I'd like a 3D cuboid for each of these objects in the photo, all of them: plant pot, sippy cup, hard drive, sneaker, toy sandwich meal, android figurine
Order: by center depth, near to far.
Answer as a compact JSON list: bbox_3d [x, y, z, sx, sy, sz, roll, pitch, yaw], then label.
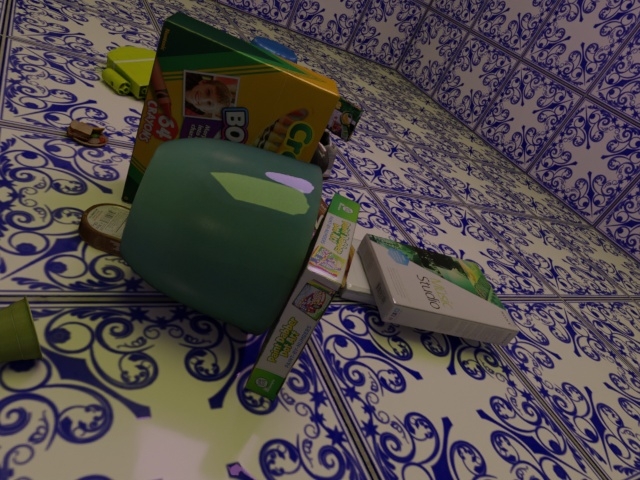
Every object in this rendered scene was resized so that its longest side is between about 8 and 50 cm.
[{"bbox_3d":[-0.388,0.117,0.553,0.079,0.083,0.083,-14,49,-35],"label":"plant pot"},{"bbox_3d":[-0.164,-0.026,0.720,0.235,0.292,0.292,21,31,-16],"label":"plant pot"},{"bbox_3d":[-0.518,-0.240,1.029,0.086,0.029,0.085,20,31,-13],"label":"toy sandwich meal"},{"bbox_3d":[0.174,0.088,1.083,0.308,0.040,0.203,15,33,-20],"label":"hard drive"},{"bbox_3d":[-0.115,-0.267,1.347,0.163,0.106,0.281,-12,38,-41],"label":"sneaker"},{"bbox_3d":[-0.513,-0.489,1.356,0.273,0.056,0.248,41,42,17],"label":"android figurine"},{"bbox_3d":[-0.020,-0.313,1.457,0.099,0.121,0.262,1,39,-39],"label":"sneaker"},{"bbox_3d":[-0.193,-0.572,1.609,0.305,0.224,0.240,43,34,23],"label":"sippy cup"}]

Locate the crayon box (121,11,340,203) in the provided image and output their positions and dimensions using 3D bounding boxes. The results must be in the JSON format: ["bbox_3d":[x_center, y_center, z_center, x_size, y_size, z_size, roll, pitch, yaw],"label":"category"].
[{"bbox_3d":[-0.181,-0.192,0.898,0.314,0.362,0.106,20,31,-14],"label":"crayon box"}]

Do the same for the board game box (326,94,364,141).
[{"bbox_3d":[0.033,-0.509,1.784,0.260,0.136,0.030,36,30,15],"label":"board game box"}]

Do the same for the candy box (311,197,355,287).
[{"bbox_3d":[0.000,0.000,0.932,0.186,0.053,0.109,57,39,-36],"label":"candy box"}]

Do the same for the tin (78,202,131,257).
[{"bbox_3d":[-0.331,-0.009,0.825,0.190,0.040,0.106,22,35,-12],"label":"tin"}]

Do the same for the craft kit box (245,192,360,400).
[{"bbox_3d":[-0.022,0.080,0.731,0.061,0.246,0.249,28,29,-4],"label":"craft kit box"}]

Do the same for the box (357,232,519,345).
[{"bbox_3d":[0.255,0.106,1.023,0.322,0.058,0.232,15,33,-22],"label":"box"}]
